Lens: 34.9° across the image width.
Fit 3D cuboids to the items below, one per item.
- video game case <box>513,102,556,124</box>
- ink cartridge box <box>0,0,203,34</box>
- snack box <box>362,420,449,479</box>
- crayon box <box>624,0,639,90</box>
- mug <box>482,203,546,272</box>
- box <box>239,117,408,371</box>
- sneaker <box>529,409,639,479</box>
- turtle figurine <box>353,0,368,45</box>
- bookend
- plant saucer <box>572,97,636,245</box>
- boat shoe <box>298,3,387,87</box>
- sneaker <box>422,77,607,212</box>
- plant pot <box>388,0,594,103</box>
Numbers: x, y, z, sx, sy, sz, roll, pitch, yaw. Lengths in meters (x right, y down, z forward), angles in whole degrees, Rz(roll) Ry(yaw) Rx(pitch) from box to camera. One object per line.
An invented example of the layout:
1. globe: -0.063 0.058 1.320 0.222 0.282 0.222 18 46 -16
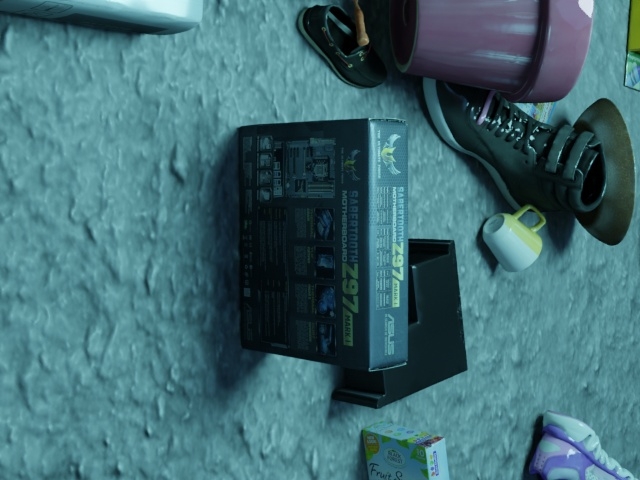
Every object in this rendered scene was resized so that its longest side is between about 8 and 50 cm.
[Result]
1. video game case: 0.270 -0.234 1.351 0.166 0.015 0.119 41 65 -37
2. ink cartridge box: -0.232 -0.376 0.806 0.308 0.091 0.385 -1 94 -44
3. snack box: 0.101 0.285 1.159 0.037 0.100 0.141 -17 105 -41
4. crayon box: 0.570 -0.385 1.584 0.203 0.083 0.323 6 89 -44
5. mug: 0.244 -0.008 1.312 0.064 0.062 0.078 42 64 -28
6. box: 0.000 0.000 0.988 0.059 0.183 0.233 -5 95 -43
7. sneaker: 0.368 0.339 1.434 0.236 0.095 0.104 44 70 -31
8. turtle figurine: 0.027 -0.354 1.044 0.217 0.087 0.269 31 62 -38
9. bookend: 0.084 0.090 1.151 0.157 0.072 0.156 -16 102 -42
10. plant saucer: 0.367 -0.090 1.366 0.036 0.198 0.199 -6 98 -5
11. boat shoe: 0.033 -0.208 1.106 0.133 0.042 0.049 37 65 -40
12. sneaker: 0.251 -0.132 1.248 0.296 0.147 0.104 42 66 -36
13. plant pot: 0.176 -0.249 1.122 0.180 0.201 0.201 -3 95 -10
